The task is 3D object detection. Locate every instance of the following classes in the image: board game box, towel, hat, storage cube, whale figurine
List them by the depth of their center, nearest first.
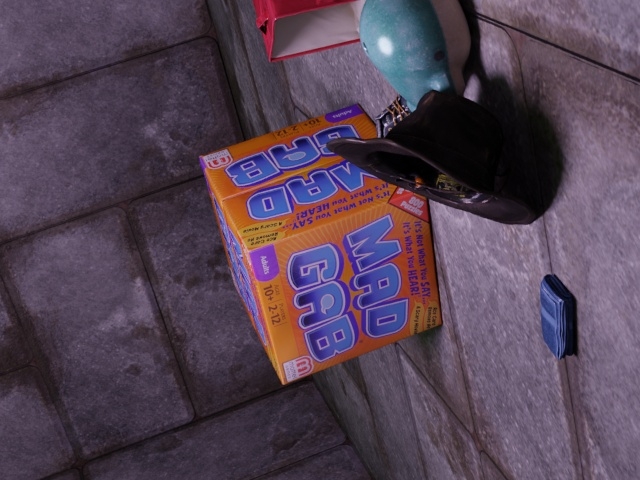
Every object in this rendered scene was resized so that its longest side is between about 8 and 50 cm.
[{"bbox_3d":[0.177,-0.132,1.504,0.331,0.331,0.134,-170,102,-78],"label":"hat"},{"bbox_3d":[0.337,0.110,1.530,0.067,0.029,0.119,-121,15,-51],"label":"towel"},{"bbox_3d":[0.134,-0.268,1.579,0.272,0.141,0.216,80,166,-50],"label":"whale figurine"},{"bbox_3d":[-0.023,-0.456,1.882,0.184,0.215,0.193,109,146,-75],"label":"storage cube"},{"bbox_3d":[0.000,0.000,2.175,0.356,0.356,0.356,-121,15,-50],"label":"board game box"}]

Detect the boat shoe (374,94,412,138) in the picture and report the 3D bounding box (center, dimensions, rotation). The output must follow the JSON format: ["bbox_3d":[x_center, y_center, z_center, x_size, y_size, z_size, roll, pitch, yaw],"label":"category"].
[{"bbox_3d":[0.141,-0.218,1.800,0.183,0.083,0.065,92,157,-63],"label":"boat shoe"}]
